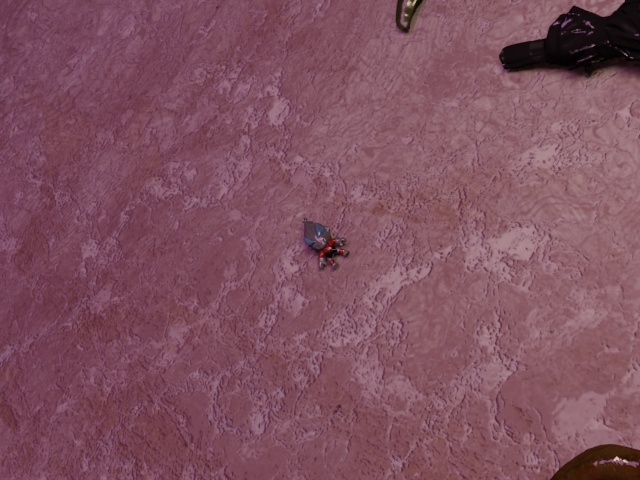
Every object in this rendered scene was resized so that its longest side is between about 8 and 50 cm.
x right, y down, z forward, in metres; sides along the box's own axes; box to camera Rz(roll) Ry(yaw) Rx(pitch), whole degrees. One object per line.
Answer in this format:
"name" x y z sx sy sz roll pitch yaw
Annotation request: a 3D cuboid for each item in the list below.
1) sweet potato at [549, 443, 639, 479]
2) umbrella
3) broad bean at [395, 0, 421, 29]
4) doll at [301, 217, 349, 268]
"sweet potato" 0.340 0.300 1.548 0.250 0.059 0.069 -23 65 29
"umbrella" 0.414 -0.302 1.834 0.340 0.118 0.118 -6 60 47
"broad bean" 0.179 -0.498 2.157 0.060 0.043 0.297 -10 57 44
"doll" -0.001 0.000 1.989 0.114 0.039 0.057 46 129 33
